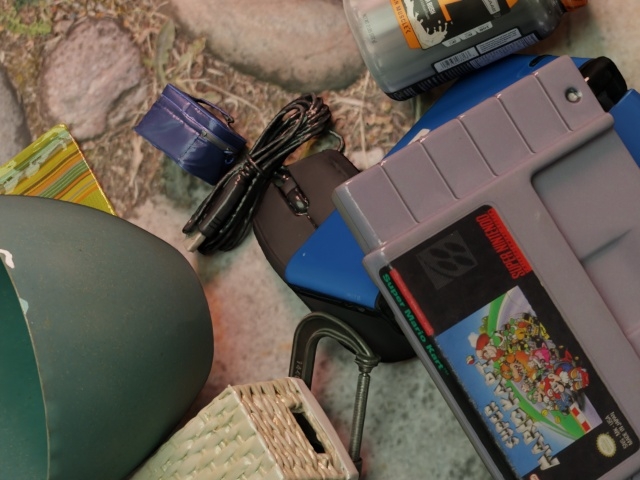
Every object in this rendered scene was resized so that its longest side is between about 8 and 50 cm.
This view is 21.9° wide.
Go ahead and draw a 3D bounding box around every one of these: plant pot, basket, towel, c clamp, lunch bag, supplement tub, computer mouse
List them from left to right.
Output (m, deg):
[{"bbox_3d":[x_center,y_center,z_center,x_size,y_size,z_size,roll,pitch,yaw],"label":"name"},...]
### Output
[{"bbox_3d":[-0.242,-0.001,1.620,0.102,0.021,0.237,-38,64,12],"label":"towel"},{"bbox_3d":[-0.209,0.088,1.452,0.290,0.195,0.290,30,127,52],"label":"plant pot"},{"bbox_3d":[-0.118,-0.102,1.562,0.098,0.067,0.065,37,93,29],"label":"lunch bag"},{"bbox_3d":[-0.072,0.207,1.414,0.167,0.103,0.113,-44,64,25],"label":"basket"},{"bbox_3d":[0.000,0.000,1.476,0.188,0.072,0.272,-48,62,5],"label":"computer mouse"},{"bbox_3d":[0.021,0.145,1.428,0.137,0.022,0.160,17,110,43],"label":"c clamp"},{"bbox_3d":[0.125,-0.207,1.425,0.190,0.117,0.117,-24,67,15],"label":"supplement tub"}]

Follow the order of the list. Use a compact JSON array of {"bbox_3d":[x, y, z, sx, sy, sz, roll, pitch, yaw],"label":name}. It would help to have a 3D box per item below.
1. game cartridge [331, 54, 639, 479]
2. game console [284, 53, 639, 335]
[{"bbox_3d":[0.188,0.061,1.253,0.230,0.068,0.355,-31,87,-22],"label":"game cartridge"},{"bbox_3d":[0.163,0.001,1.372,0.293,0.173,0.250,-46,28,-18],"label":"game console"}]
